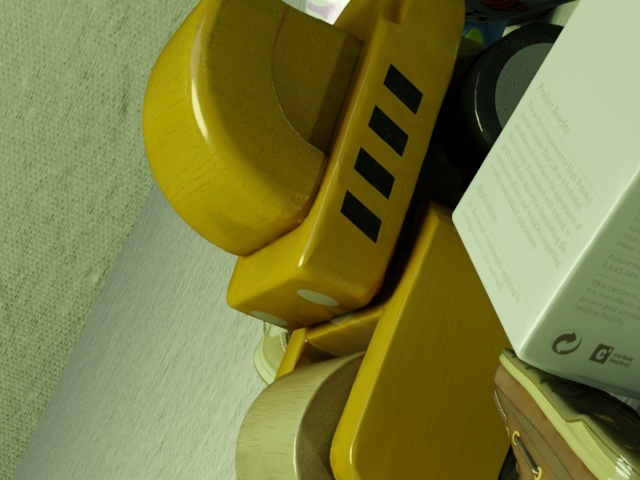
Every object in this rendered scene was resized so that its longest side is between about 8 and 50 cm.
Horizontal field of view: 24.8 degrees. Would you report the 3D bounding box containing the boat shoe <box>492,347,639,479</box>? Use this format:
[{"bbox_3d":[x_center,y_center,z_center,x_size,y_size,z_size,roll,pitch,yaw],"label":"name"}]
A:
[{"bbox_3d":[0.107,0.096,0.629,0.060,0.064,0.178,-63,16,8],"label":"boat shoe"}]

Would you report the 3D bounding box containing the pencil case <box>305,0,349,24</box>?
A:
[{"bbox_3d":[0.024,-0.109,0.982,0.088,0.086,0.206,-48,-36,-69],"label":"pencil case"}]

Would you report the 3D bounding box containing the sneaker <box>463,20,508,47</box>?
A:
[{"bbox_3d":[0.097,-0.150,1.003,0.078,0.067,0.188,20,102,61],"label":"sneaker"}]

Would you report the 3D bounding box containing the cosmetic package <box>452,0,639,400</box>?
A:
[{"bbox_3d":[0.155,-0.058,0.624,0.231,0.086,0.117,-59,27,26],"label":"cosmetic package"}]

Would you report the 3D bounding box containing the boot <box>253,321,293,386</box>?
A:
[{"bbox_3d":[0.020,0.027,1.071,0.165,0.077,0.213,-61,11,15],"label":"boot"}]

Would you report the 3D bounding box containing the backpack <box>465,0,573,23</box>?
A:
[{"bbox_3d":[0.110,-0.259,0.809,0.263,0.277,0.213,-16,55,51],"label":"backpack"}]

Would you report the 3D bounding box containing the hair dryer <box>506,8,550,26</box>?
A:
[{"bbox_3d":[0.095,-0.185,1.117,0.223,0.080,0.293,-85,22,-52],"label":"hair dryer"}]

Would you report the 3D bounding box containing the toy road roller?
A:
[{"bbox_3d":[0.000,0.000,0.825,0.329,0.241,0.202,-71,13,-15],"label":"toy road roller"}]
